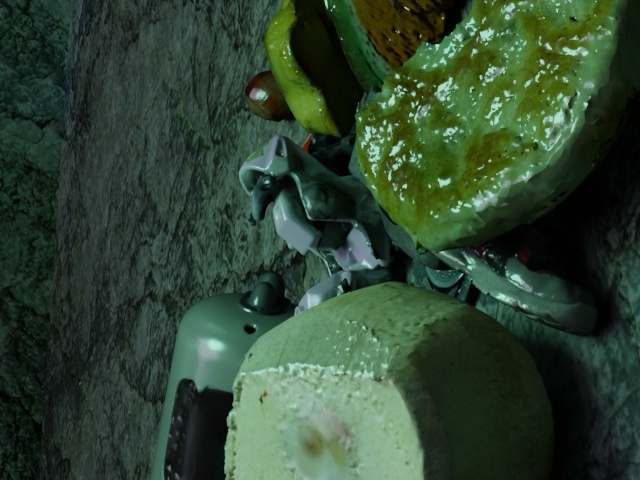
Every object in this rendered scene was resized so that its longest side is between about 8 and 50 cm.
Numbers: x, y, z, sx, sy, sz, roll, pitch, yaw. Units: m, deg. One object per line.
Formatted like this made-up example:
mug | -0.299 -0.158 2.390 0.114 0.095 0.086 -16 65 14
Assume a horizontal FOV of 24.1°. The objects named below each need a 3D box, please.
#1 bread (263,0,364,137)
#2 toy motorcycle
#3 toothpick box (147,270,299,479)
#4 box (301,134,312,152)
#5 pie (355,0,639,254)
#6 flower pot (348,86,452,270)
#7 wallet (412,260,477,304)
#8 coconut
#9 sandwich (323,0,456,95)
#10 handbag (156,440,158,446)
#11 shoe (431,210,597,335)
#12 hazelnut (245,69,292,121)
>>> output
bread | -0.006 -0.224 1.799 0.088 0.160 0.233 -29 24 22
toy motorcycle | 0.000 0.000 1.766 0.143 0.188 0.327 125 144 -64
toothpick box | -0.094 0.200 1.933 0.229 0.229 0.316 -138 56 -64
box | 0.001 -0.105 2.013 0.133 0.023 0.090 130 138 -55
pie | 0.170 -0.141 1.380 0.371 0.078 0.296 -42 38 30
flower pot | 0.116 -0.069 1.607 0.229 0.103 0.108 -118 38 -52
wallet | 0.133 0.035 1.640 0.129 0.026 0.088 -116 37 -52
coconut | 0.079 0.184 1.431 0.297 0.255 0.297 7 102 37
sandwich | 0.091 -0.255 1.716 0.184 0.160 0.109 63 -162 -7
handbag | -0.166 0.357 2.191 0.235 0.127 0.213 -31 57 49
shoe | 0.193 0.000 1.418 0.227 0.099 0.125 36 94 42
hazelnut | -0.068 -0.211 2.145 0.086 0.086 0.086 -175 90 -68
